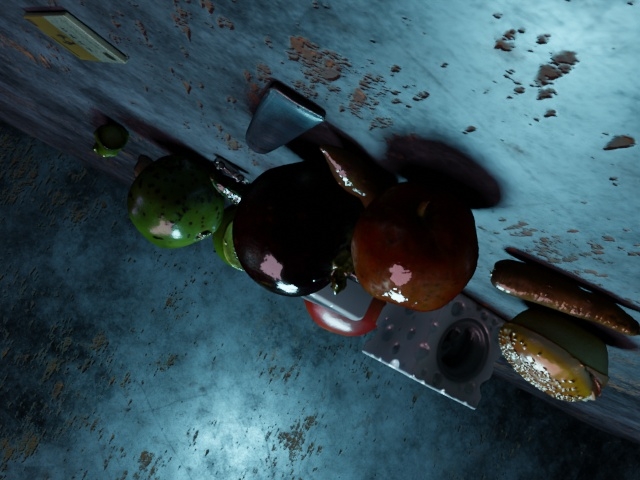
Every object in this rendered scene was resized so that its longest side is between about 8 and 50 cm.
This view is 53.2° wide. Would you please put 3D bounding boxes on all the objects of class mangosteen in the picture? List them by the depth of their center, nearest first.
[{"bbox_3d":[0.000,0.000,1.021,0.289,0.231,0.231,32,175,26],"label":"mangosteen"}]

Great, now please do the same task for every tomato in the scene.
[{"bbox_3d":[0.071,0.156,1.849,0.298,0.226,0.298,27,169,6],"label":"tomato"}]

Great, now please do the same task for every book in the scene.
[{"bbox_3d":[-0.397,-0.328,1.033,0.172,0.012,0.118,19,168,45],"label":"book"}]

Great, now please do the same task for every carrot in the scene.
[{"bbox_3d":[0.384,0.089,1.001,0.247,0.059,0.059,22,171,11],"label":"carrot"}]

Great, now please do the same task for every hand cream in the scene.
[{"bbox_3d":[-0.063,-0.166,0.904,0.083,0.048,0.224,29,166,-16],"label":"hand cream"}]

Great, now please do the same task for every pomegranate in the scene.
[{"bbox_3d":[-0.373,-0.106,1.610,0.270,0.254,0.254,42,174,7],"label":"pomegranate"},{"bbox_3d":[-0.183,-0.015,1.770,0.240,0.190,0.159,13,-170,-25],"label":"pomegranate"}]

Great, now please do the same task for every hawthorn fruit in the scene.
[{"bbox_3d":[0.127,-0.001,0.863,0.179,0.179,0.200,24,160,18],"label":"hawthorn fruit"}]

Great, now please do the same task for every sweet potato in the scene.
[{"bbox_3d":[0.065,-0.084,0.938,0.065,0.051,0.218,24,172,38],"label":"sweet potato"}]

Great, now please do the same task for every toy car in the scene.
[{"bbox_3d":[-0.199,-0.156,1.439,0.093,0.025,0.041,33,172,-18],"label":"toy car"}]

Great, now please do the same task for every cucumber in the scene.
[{"bbox_3d":[-0.161,-0.090,1.606,0.067,0.068,0.293,18,166,48],"label":"cucumber"}]

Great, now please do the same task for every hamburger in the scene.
[{"bbox_3d":[0.469,0.230,1.295,0.236,0.147,0.237,29,170,6],"label":"hamburger"}]

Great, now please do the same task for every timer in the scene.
[{"bbox_3d":[0.008,0.031,1.347,0.194,0.193,0.195,33,170,-37],"label":"timer"}]

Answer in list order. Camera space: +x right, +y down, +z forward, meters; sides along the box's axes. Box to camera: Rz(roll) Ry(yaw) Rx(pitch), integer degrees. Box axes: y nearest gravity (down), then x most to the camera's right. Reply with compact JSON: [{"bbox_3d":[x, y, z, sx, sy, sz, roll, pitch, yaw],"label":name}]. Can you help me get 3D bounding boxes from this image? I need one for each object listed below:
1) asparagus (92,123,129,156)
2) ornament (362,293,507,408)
[{"bbox_3d":[-0.586,-0.271,1.774,0.082,0.085,0.343,33,172,-18],"label":"asparagus"},{"bbox_3d":[0.303,0.259,1.677,0.239,0.240,0.239,31,172,-26],"label":"ornament"}]
